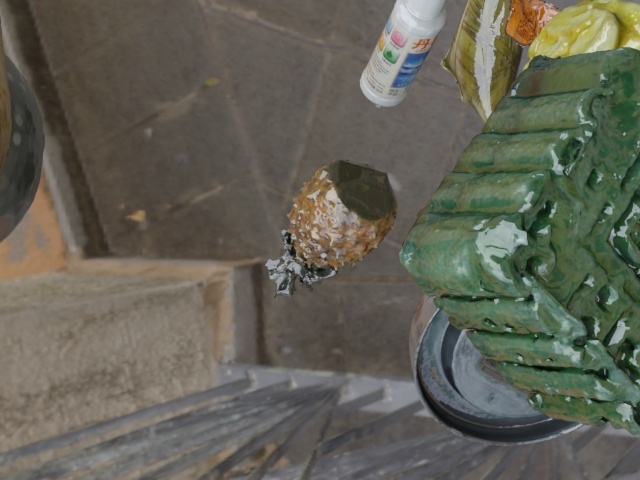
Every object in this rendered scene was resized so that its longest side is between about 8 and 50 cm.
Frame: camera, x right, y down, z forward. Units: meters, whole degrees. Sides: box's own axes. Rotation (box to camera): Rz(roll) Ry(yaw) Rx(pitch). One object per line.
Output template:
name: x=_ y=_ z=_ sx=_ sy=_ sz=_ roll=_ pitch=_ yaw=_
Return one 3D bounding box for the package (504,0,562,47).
package: x=0.254 y=-0.239 z=1.162 sx=0.111 sy=0.077 sz=0.033 roll=29 pitch=78 yaw=19

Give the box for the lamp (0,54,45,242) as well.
lamp: x=-0.335 y=-0.061 z=0.665 sx=0.182 sy=0.314 sz=0.182 roll=8 pitch=100 yaw=52

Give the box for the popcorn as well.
popcorn: x=0.273 y=-0.131 z=0.932 sx=0.185 sy=0.187 sz=0.167 roll=15 pitch=114 yaw=16

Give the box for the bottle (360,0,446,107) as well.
bottle: x=0.099 y=-0.229 z=1.112 sx=0.060 sy=0.060 sz=0.217 roll=53 pitch=151 yaw=16

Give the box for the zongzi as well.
zongzi: x=0.240 y=-0.273 z=1.383 sx=0.094 sy=0.204 sz=0.205 roll=12 pitch=123 yaw=-8

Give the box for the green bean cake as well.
green bean cake: x=0.181 y=-0.004 z=0.678 sx=0.193 sy=0.208 sz=0.107 roll=42 pitch=160 yaw=-20

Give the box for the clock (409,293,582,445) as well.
clock: x=0.271 y=0.130 z=1.342 sx=0.319 sy=0.319 sz=0.066 roll=-56 pitch=24 yaw=22

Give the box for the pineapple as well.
pineapple: x=0.000 y=0.000 z=1.090 sx=0.108 sy=0.108 sz=0.197 roll=55 pitch=136 yaw=15

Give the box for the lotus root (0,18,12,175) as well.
lotus root: x=-0.202 y=-0.090 z=0.480 sx=0.097 sy=0.110 sz=0.258 roll=-55 pitch=38 yaw=41
